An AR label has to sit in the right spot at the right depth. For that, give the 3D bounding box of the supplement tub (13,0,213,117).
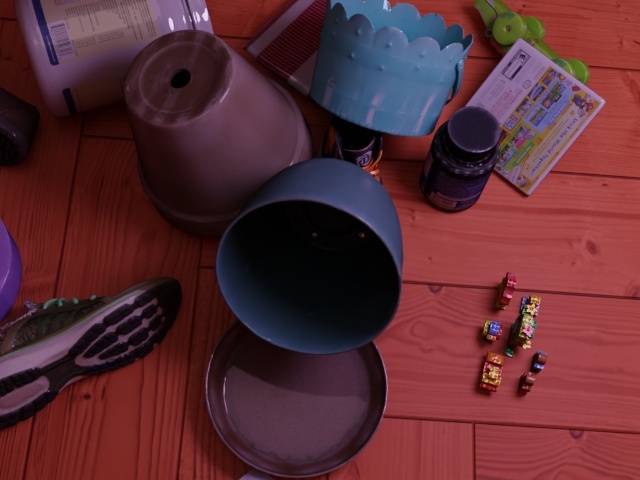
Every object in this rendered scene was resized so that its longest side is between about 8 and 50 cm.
[{"bbox_3d":[-0.376,-0.378,1.731,0.325,0.235,0.235,-17,70,-11],"label":"supplement tub"}]

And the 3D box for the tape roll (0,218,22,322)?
[{"bbox_3d":[-0.666,0.051,1.614,0.275,0.090,0.274,1,68,-3],"label":"tape roll"}]

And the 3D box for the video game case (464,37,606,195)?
[{"bbox_3d":[0.390,-0.236,1.785,0.206,0.026,0.227,40,100,12],"label":"video game case"}]

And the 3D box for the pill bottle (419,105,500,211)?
[{"bbox_3d":[0.255,-0.148,1.689,0.123,0.219,0.122,1,67,-4],"label":"pill bottle"}]

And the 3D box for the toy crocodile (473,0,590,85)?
[{"bbox_3d":[0.427,-0.362,1.860,0.340,0.105,0.115,50,31,16],"label":"toy crocodile"}]

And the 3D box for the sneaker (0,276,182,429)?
[{"bbox_3d":[-0.435,0.142,1.575,0.410,0.158,0.182,-27,54,-19],"label":"sneaker"}]

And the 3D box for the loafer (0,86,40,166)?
[{"bbox_3d":[-0.679,-0.281,1.719,0.366,0.134,0.130,38,44,-11],"label":"loafer"}]

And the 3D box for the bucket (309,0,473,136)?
[{"bbox_3d":[0.120,-0.315,1.660,0.281,0.183,0.281,15,25,-7],"label":"bucket"}]

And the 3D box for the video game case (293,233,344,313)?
[{"bbox_3d":[-0.041,0.066,1.650,0.190,0.022,0.173,-18,54,-20],"label":"video game case"}]

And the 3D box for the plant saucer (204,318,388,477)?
[{"bbox_3d":[-0.042,0.252,1.596,0.311,0.050,0.310,2,67,-4],"label":"plant saucer"}]

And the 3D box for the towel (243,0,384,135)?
[{"bbox_3d":[0.044,-0.357,1.852,0.329,0.037,0.237,37,66,11],"label":"towel"}]

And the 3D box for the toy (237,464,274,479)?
[{"bbox_3d":[-0.147,0.485,1.483,0.237,0.056,0.137,-33,61,-27],"label":"toy"}]

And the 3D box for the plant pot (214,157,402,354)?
[{"bbox_3d":[0.000,0.000,1.521,0.293,0.293,0.235,16,34,2],"label":"plant pot"}]

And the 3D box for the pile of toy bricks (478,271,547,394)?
[{"bbox_3d":[0.349,0.161,1.631,0.118,0.105,0.212,16,68,3],"label":"pile of toy bricks"}]

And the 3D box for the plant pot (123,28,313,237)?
[{"bbox_3d":[-0.196,-0.206,1.609,0.323,0.280,0.323,-5,64,10],"label":"plant pot"}]

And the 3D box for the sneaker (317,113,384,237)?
[{"bbox_3d":[0.070,-0.092,1.674,0.125,0.180,0.321,-17,70,-11],"label":"sneaker"}]
